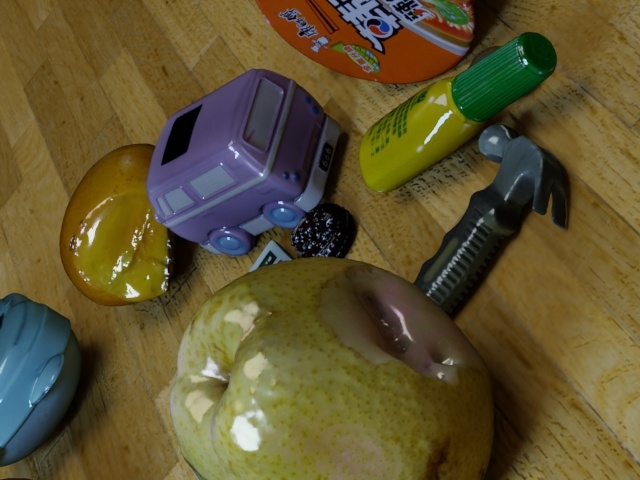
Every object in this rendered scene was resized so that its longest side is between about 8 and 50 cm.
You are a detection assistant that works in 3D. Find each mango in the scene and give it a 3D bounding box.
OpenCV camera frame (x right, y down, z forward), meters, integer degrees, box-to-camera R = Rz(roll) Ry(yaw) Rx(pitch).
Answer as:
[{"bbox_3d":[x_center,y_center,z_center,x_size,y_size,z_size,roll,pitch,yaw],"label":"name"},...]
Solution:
[{"bbox_3d":[-0.235,-0.030,2.134,0.257,0.138,0.187,-122,46,-75],"label":"mango"}]

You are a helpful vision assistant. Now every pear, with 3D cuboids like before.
[{"bbox_3d":[0.008,0.137,1.481,0.271,0.271,0.271,-37,34,31],"label":"pear"}]

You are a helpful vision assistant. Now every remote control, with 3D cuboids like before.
[{"bbox_3d":[-0.037,0.053,1.862,0.065,0.029,0.166,-56,24,4],"label":"remote control"}]

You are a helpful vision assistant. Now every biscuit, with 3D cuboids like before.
[{"bbox_3d":[0.000,0.000,1.858,0.087,0.027,0.089,-30,38,38],"label":"biscuit"}]

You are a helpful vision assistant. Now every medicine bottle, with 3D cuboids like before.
[{"bbox_3d":[0.128,-0.126,1.717,0.260,0.064,0.095,-34,24,51],"label":"medicine bottle"}]

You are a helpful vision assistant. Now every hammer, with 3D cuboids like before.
[{"bbox_3d":[0.134,0.006,1.635,0.226,0.041,0.159,-52,27,7],"label":"hammer"}]

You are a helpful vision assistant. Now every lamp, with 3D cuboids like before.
[{"bbox_3d":[-0.376,0.161,2.141,0.209,0.147,0.284,-50,37,7],"label":"lamp"}]

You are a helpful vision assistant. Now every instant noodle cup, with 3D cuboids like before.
[{"bbox_3d":[0.069,-0.317,1.871,0.250,0.250,0.192,-20,37,47],"label":"instant noodle cup"}]

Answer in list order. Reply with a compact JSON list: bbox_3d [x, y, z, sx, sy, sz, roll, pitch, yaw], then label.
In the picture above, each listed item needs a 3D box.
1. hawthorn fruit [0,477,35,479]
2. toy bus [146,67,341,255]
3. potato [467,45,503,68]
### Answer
[{"bbox_3d":[-0.337,0.363,1.758,0.284,0.284,0.284,-37,34,31],"label":"hawthorn fruit"},{"bbox_3d":[-0.092,-0.084,1.963,0.202,0.142,0.142,-25,42,45],"label":"toy bus"},{"bbox_3d":[0.174,-0.167,1.746,0.092,0.045,0.047,-3,98,58],"label":"potato"}]
